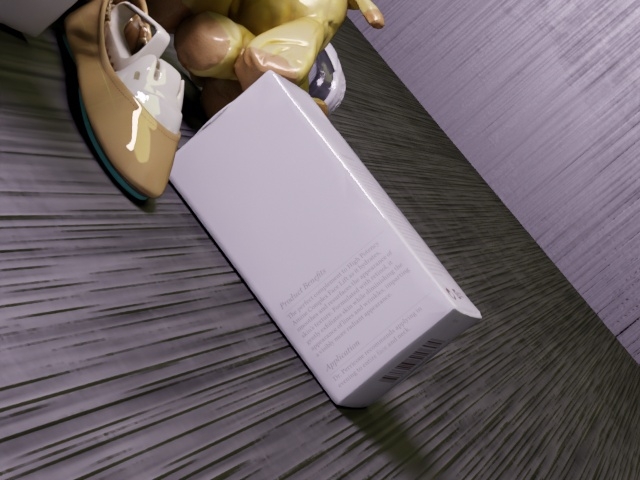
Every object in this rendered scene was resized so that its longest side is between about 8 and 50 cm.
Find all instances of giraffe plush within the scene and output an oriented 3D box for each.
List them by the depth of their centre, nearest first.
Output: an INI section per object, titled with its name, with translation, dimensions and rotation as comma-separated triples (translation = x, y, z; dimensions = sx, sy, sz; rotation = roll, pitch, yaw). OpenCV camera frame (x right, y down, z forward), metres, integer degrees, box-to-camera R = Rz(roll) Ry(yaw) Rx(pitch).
[giraffe plush]
translation = -0.058, -0.167, 1.455
dimensions = 0.210, 0.170, 0.181
rotation = -28, 65, -34

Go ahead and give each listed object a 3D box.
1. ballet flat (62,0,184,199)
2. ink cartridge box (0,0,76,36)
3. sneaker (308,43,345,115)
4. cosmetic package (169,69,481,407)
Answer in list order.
[ballet flat]
translation = -0.138, -0.119, 1.170
dimensions = 0.080, 0.073, 0.232
rotation = 40, 15, -39
[ink cartridge box]
translation = -0.284, -0.312, 1.013
dimensions = 0.279, 0.160, 0.385
rotation = 53, 12, 17
[sneaker]
translation = -0.092, -0.228, 1.662
dimensions = 0.268, 0.101, 0.153
rotation = 48, 10, 27
[cosmetic package]
translation = 0.000, 0.000, 1.202
dimensions = 0.231, 0.117, 0.085
rotation = 54, 11, 17
